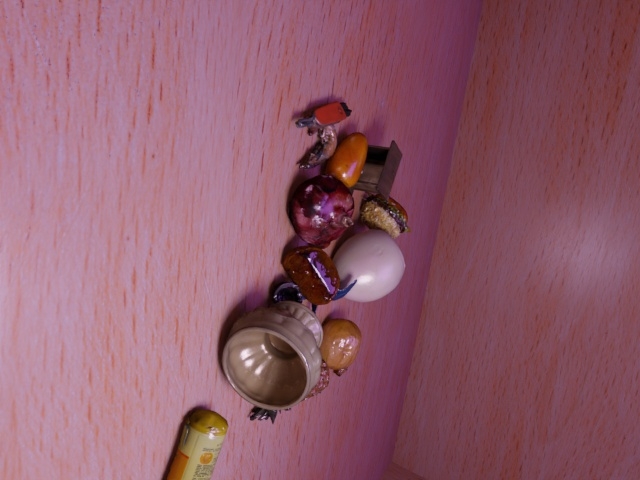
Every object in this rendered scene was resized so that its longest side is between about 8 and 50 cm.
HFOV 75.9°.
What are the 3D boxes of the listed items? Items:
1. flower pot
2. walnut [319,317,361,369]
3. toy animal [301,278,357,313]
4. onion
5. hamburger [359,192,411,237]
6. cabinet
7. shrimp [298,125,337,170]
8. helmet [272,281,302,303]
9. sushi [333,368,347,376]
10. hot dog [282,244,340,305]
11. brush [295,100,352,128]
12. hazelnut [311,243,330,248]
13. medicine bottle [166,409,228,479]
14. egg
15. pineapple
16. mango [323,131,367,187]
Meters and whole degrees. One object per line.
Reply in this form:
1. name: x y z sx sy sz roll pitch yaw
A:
1. flower pot: -0.128 0.327 1.259 0.244 0.308 0.307 -49 144 -66
2. walnut: 0.079 0.445 1.768 0.193 0.193 0.225 5 101 -61
3. toy animal: 0.009 0.180 1.540 0.255 0.239 0.176 118 -31 -59
4. onion: 0.019 -0.098 1.373 0.252 0.219 0.252 -27 127 -43
5. hamburger: 0.277 -0.103 1.821 0.138 0.243 0.261 -46 139 -12
6. cabinet: 0.204 -0.290 1.661 0.148 0.175 0.215 30 77 -61
7. shrimp: -0.012 -0.328 1.399 0.251 0.052 0.143 -57 135 -42
8. helmet: -0.120 0.183 1.397 0.098 0.070 0.123 -29 119 -15
9. sushi: 0.109 0.626 2.024 0.118 0.060 0.061 -52 139 -38
10. hot dog: -0.029 0.116 1.407 0.226 0.161 0.099 62 12 -13
11. brush: 0.009 -0.413 1.368 0.323 0.051 0.070 -35 101 -51
12. hazelnut: 0.000 0.000 1.535 0.086 0.086 0.086 -34 131 -51
13. medicine bottle: -0.343 0.596 1.142 0.124 0.124 0.238 31 74 -60
14. egg: 0.190 0.114 1.711 0.345 0.283 0.282 -33 133 -29
15. pineapple: -0.119 0.546 1.510 0.341 0.169 0.169 -17 118 -44
16. mango: 0.108 -0.306 1.535 0.252 0.126 0.153 -62 160 -26
